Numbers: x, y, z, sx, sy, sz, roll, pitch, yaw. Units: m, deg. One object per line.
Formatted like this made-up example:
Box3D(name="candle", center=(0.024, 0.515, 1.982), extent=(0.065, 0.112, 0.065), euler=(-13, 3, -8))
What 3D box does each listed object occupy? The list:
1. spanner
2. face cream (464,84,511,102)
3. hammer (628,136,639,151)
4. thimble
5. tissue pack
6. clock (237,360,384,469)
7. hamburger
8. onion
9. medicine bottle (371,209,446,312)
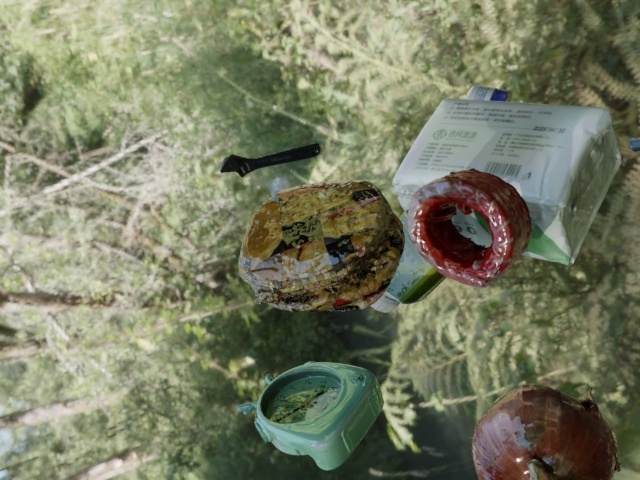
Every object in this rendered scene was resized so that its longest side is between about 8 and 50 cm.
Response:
Box3D(name="spanner", center=(-0.090, -0.153, 1.356), extent=(0.012, 0.209, 0.046), euler=(40, 138, 49))
Box3D(name="face cream", center=(0.427, -0.306, 1.942), extent=(0.111, 0.206, 0.206), euler=(17, 138, 16))
Box3D(name="hammer", center=(0.691, -0.205, 1.478), extent=(0.194, 0.070, 0.116), euler=(-173, 71, -76))
Box3D(name="thimble", center=(0.243, -0.027, 1.192), extent=(0.189, 0.125, 0.163), euler=(40, 122, 16))
Box3D(name="tissue pack", center=(0.361, -0.128, 1.420), extent=(0.357, 0.266, 0.194), euler=(14, 150, 40))
Box3D(name="clock", center=(-0.022, 0.248, 1.091), extent=(0.211, 0.159, 0.066), euler=(5, 125, 40))
Box3D(name="hamburger", center=(0.000, 0.000, 0.969), extent=(0.231, 0.231, 0.106), euler=(53, 171, 49))
Box3D(name="onion", center=(0.545, 0.504, 1.776), extent=(0.353, 0.354, 0.353), euler=(163, 90, -73))
Box3D(name="medicine bottle", center=(0.160, 0.047, 1.371), extent=(0.188, 0.088, 0.132), euler=(-50, 61, 34))
